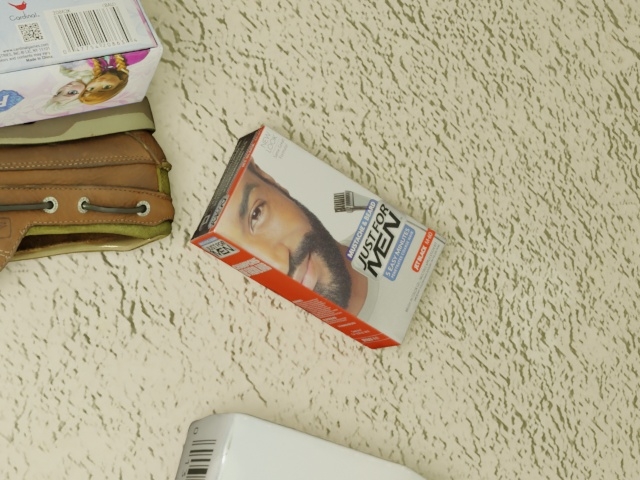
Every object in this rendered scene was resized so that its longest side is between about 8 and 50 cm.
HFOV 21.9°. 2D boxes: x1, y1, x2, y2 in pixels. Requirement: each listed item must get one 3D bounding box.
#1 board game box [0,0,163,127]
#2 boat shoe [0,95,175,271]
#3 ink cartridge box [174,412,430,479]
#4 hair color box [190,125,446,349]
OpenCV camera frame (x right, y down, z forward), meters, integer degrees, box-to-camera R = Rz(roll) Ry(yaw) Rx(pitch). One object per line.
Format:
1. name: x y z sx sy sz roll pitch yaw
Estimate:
1. board game box: -0.303 -0.202 1.028 0.318 0.066 0.318 -13 65 -27
2. boat shoe: -0.231 -0.015 1.066 0.307 0.111 0.104 -15 87 -27
3. ink cartridge box: 0.052 0.322 1.161 0.385 0.091 0.308 20 73 -21
4. hair color box: 0.000 0.000 1.211 0.167 0.053 0.093 31 70 -17
